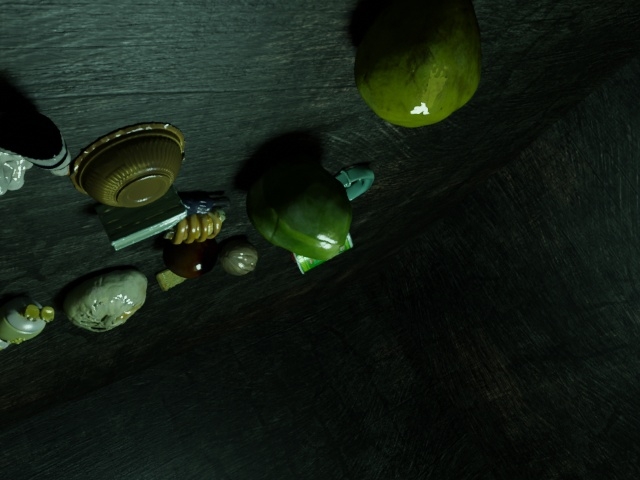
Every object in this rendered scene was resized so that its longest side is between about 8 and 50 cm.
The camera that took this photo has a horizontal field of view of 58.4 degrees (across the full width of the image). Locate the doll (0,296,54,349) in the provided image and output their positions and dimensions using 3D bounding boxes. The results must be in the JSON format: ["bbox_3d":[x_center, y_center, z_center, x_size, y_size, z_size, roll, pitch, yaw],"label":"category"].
[{"bbox_3d":[-0.895,0.257,1.648,0.296,0.117,0.141,-36,158,21],"label":"doll"}]

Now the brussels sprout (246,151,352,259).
[{"bbox_3d":[-0.058,-0.110,1.710,0.276,0.314,0.371,-61,-166,15],"label":"brussels sprout"}]

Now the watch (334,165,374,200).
[{"bbox_3d":[0.102,-0.206,2.143,0.195,0.068,0.237,-24,168,-14],"label":"watch"}]

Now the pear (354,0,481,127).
[{"bbox_3d":[0.224,-0.419,1.267,0.287,0.287,0.375,-20,148,-34],"label":"pear"}]

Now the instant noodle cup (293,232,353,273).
[{"bbox_3d":[0.000,0.000,2.289,0.232,0.207,0.207,-22,166,-1],"label":"instant noodle cup"}]

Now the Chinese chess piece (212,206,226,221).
[{"bbox_3d":[-0.338,-0.070,1.792,0.084,0.034,0.084,-27,165,-8],"label":"Chinese chess piece"}]

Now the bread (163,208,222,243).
[{"bbox_3d":[-0.373,-0.042,1.685,0.177,0.084,0.119,-6,150,-31],"label":"bread"}]

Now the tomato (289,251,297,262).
[{"bbox_3d":[-0.038,-0.004,2.487,0.227,0.101,0.228,-19,151,-11],"label":"tomato"}]

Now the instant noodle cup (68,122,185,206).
[{"bbox_3d":[-0.410,-0.145,1.286,0.274,0.091,0.274,-28,165,-8],"label":"instant noodle cup"}]

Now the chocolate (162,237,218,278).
[{"bbox_3d":[-0.415,0.037,1.797,0.176,0.177,0.177,-28,166,-8],"label":"chocolate"}]

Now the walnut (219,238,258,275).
[{"bbox_3d":[-0.302,0.062,2.120,0.140,0.140,0.162,-32,175,7],"label":"walnut"}]

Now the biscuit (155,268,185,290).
[{"bbox_3d":[-0.533,0.128,2.121,0.144,0.016,0.203,-26,164,-14],"label":"biscuit"}]

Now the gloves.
[{"bbox_3d":[-0.519,-0.161,1.002,0.140,0.131,0.218,-23,-165,-31],"label":"gloves"}]

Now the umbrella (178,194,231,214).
[{"bbox_3d":[-0.352,-0.104,1.618,0.248,0.071,0.071,-19,163,-49],"label":"umbrella"}]

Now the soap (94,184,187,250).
[{"bbox_3d":[-0.445,-0.068,1.434,0.198,0.115,0.063,-25,166,-16],"label":"soap"}]

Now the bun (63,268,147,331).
[{"bbox_3d":[-0.678,0.205,1.844,0.287,0.146,0.287,-27,168,-6],"label":"bun"}]
